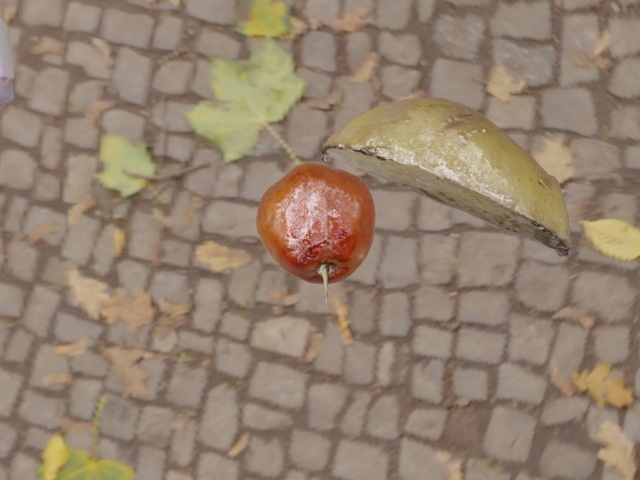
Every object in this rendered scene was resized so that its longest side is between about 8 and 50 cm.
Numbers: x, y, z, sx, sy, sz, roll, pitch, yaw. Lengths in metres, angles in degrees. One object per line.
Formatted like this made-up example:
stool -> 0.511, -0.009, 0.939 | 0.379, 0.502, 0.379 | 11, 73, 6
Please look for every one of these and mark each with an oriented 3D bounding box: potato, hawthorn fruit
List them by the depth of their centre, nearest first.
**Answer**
potato -> 0.050, -0.030, 0.485 | 0.093, 0.037, 0.036 | 23, 78, 2
hawthorn fruit -> 0.002, -0.015, 1.442 | 0.125, 0.125, 0.140 | -56, 36, 11

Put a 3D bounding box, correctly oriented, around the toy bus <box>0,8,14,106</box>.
toy bus -> -0.200, -0.117, 0.773 | 0.058, 0.052, 0.102 | -10, 88, 10
